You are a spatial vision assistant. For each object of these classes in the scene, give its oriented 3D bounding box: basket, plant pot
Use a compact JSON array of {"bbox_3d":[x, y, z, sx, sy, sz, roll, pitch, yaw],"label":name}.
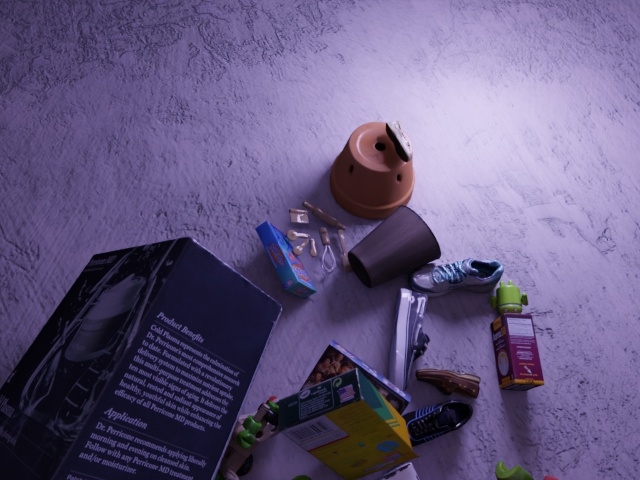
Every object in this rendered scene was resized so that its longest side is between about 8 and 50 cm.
[{"bbox_3d":[0.209,0.032,1.273,0.226,0.154,0.204,-32,68,-13],"label":"basket"},{"bbox_3d":[0.181,-0.243,1.380,0.290,0.204,0.291,1,62,-3],"label":"plant pot"}]

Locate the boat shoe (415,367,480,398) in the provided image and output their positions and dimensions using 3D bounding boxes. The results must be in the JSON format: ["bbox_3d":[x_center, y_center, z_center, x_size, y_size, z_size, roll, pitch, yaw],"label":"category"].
[{"bbox_3d":[0.344,0.384,1.141,0.177,0.064,0.060,10,62,-1],"label":"boat shoe"}]

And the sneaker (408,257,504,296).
[{"bbox_3d":[0.403,0.093,1.260,0.282,0.122,0.110,-5,63,-5],"label":"sneaker"}]

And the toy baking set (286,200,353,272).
[{"bbox_3d":[0.001,-0.006,1.322,0.256,0.030,0.197,28,58,-13],"label":"toy baking set"}]

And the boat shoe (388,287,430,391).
[{"bbox_3d":[0.251,0.280,1.173,0.102,0.108,0.302,11,57,3],"label":"boat shoe"}]

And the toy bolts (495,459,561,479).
[{"bbox_3d":[0.451,0.605,0.887,0.158,0.228,0.218,-40,79,-20],"label":"toy bolts"}]

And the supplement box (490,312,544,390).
[{"bbox_3d":[0.537,0.307,1.166,0.080,0.104,0.188,3,62,0],"label":"supplement box"}]

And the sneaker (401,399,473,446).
[{"bbox_3d":[0.279,0.463,1.082,0.232,0.090,0.082,-19,65,-12],"label":"sneaker"}]

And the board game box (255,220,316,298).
[{"bbox_3d":[-0.099,0.059,1.234,0.047,0.160,0.210,-32,67,6],"label":"board game box"}]

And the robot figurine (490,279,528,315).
[{"bbox_3d":[0.558,0.177,1.254,0.101,0.067,0.115,-8,60,24],"label":"robot figurine"}]

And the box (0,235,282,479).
[{"bbox_3d":[-0.405,0.281,0.903,0.479,0.297,0.472,-8,49,41],"label":"box"}]

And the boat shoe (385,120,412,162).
[{"bbox_3d":[0.243,-0.300,1.267,0.048,0.056,0.153,-18,57,-6],"label":"boat shoe"}]

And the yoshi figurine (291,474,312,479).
[{"bbox_3d":[-0.132,0.621,0.878,0.361,0.204,0.203,-14,43,-38],"label":"yoshi figurine"}]

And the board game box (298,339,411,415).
[{"bbox_3d":[0.085,0.396,1.090,0.243,0.042,0.165,33,99,14],"label":"board game box"}]

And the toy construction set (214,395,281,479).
[{"bbox_3d":[-0.240,0.432,1.026,0.308,0.257,0.237,29,77,35],"label":"toy construction set"}]

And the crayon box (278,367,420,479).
[{"bbox_3d":[0.072,0.433,0.968,0.202,0.319,0.081,-26,35,14],"label":"crayon box"}]

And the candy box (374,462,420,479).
[{"bbox_3d":[0.166,0.649,0.993,0.196,0.070,0.165,-22,66,-13],"label":"candy box"}]
